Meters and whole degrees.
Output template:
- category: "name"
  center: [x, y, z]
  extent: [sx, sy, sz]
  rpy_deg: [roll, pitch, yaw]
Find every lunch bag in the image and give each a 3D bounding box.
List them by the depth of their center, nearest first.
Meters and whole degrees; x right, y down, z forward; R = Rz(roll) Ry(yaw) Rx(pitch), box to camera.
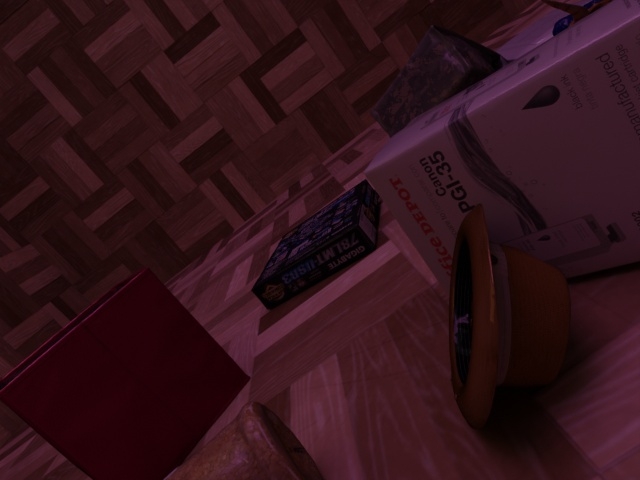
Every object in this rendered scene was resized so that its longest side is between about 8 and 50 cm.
- category: "lunch bag"
  center: [0.301, -0.328, 0.984]
  extent: [0.286, 0.169, 0.235]
  rpy_deg: [-13, -27, -42]

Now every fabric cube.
- category: "fabric cube"
  center: [-0.333, 0.237, 0.721]
  extent: [0.254, 0.258, 0.259]
  rpy_deg: [-18, 24, 51]

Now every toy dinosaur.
- category: "toy dinosaur"
  center: [0.399, -0.323, 0.645]
  extent: [0.112, 0.064, 0.211]
  rpy_deg: [-31, -15, 20]

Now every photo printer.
- category: "photo printer"
  center: [0.567, -0.477, 1.043]
  extent: [0.256, 0.107, 0.307]
  rpy_deg: [-35, 16, 13]

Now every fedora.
- category: "fedora"
  center: [0.158, 0.062, 0.365]
  extent: [0.079, 0.195, 0.194]
  rpy_deg: [4, 27, 10]

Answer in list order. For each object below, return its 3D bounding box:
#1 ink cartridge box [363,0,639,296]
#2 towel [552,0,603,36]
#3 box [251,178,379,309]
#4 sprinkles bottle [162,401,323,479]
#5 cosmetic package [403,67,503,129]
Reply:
- category: "ink cartridge box"
  center: [0.220, -0.069, 0.434]
  extent: [0.283, 0.207, 0.117]
  rpy_deg: [-25, 17, 42]
- category: "towel"
  center: [0.591, -0.395, 0.706]
  extent: [0.227, 0.076, 0.308]
  rpy_deg: [-8, 4, -22]
- category: "box"
  center: [0.000, 0.000, 1.013]
  extent: [0.295, 0.073, 0.293]
  rpy_deg: [-32, 15, 22]
- category: "sprinkles bottle"
  center: [-0.157, 0.306, 0.366]
  extent: [0.355, 0.121, 0.121]
  rpy_deg: [-40, 15, -10]
- category: "cosmetic package"
  center: [0.289, -0.191, 0.757]
  extent: [0.296, 0.153, 0.129]
  rpy_deg: [-21, 24, 52]
